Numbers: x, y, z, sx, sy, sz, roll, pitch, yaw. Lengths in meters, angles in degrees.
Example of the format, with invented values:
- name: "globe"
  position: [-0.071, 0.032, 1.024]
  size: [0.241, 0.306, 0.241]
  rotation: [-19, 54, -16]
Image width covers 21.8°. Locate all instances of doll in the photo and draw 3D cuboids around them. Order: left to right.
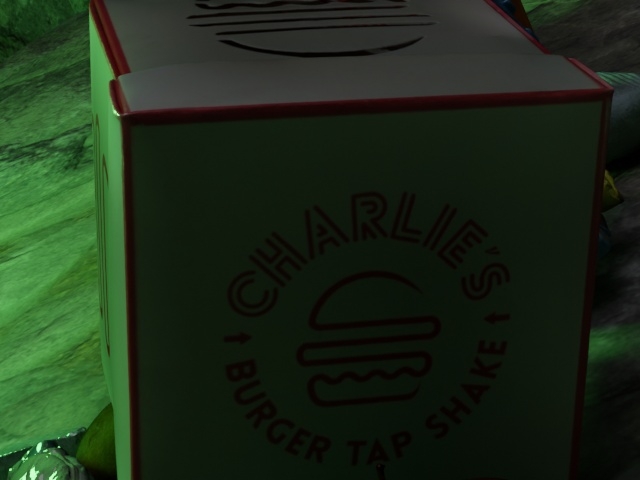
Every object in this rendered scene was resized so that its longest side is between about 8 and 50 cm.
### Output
- name: "doll"
  position: [-0.223, 0.227, 1.353]
  size: [0.104, 0.071, 0.214]
  rotation: [-66, 25, 8]

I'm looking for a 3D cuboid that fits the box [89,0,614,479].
- name: "box"
  position: [0.000, 0.000, 1.167]
  size: [0.314, 0.312, 0.300]
  rotation: [-4, 23, -12]

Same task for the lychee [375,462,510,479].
- name: "lychee"
  position: [0.095, 0.194, 1.014]
  size: [0.140, 0.114, 0.101]
  rotation: [-9, -27, -29]

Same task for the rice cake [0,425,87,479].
- name: "rice cake"
  position: [-0.290, 0.211, 1.568]
  size: [0.170, 0.033, 0.029]
  rotation: [-19, 16, 18]

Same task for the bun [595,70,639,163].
- name: "bun"
  position: [0.279, -0.119, 1.681]
  size: [0.140, 0.083, 0.141]
  rotation: [-12, 21, 5]

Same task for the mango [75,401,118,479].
- name: "mango"
  position: [-0.100, 0.157, 1.360]
  size: [0.267, 0.111, 0.133]
  rotation: [-14, 23, 33]

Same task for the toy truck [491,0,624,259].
- name: "toy truck"
  position: [0.153, -0.094, 1.526]
  size: [0.161, 0.162, 0.385]
  rotation: [-37, 29, 21]

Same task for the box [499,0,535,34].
- name: "box"
  position: [0.098, -0.308, 2.037]
  size: [0.256, 0.319, 0.349]
  rotation: [-24, 20, 7]
